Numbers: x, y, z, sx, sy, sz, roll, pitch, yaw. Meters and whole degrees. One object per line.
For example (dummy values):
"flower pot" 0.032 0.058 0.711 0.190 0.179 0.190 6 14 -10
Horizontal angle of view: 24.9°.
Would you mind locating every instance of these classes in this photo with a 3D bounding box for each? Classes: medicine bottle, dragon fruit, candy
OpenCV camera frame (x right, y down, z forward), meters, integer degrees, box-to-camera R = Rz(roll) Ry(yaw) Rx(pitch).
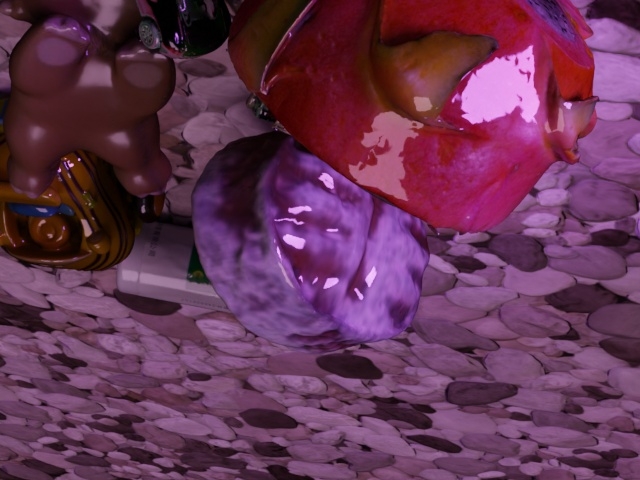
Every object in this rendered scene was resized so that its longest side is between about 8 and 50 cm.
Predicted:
"medicine bottle" -0.106 0.040 1.710 0.260 0.095 0.095 12 154 -1
"dragon fruit" 0.092 -0.147 1.097 0.291 0.290 0.189 26 120 -28
"candy" 0.000 0.000 1.452 0.157 0.214 0.289 -12 157 33

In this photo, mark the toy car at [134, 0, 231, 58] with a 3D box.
"toy car" -0.113 -0.208 1.104 0.069 0.142 0.055 -22 -174 -35

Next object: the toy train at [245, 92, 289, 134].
"toy train" 0.043 -0.103 1.385 0.250 0.085 0.053 22 135 -21

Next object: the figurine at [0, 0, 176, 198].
"figurine" -0.188 -0.174 1.227 0.177 0.173 0.247 -1 145 -1

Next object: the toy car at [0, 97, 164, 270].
"toy car" -0.285 -0.042 1.556 0.200 0.142 0.248 4 151 14
